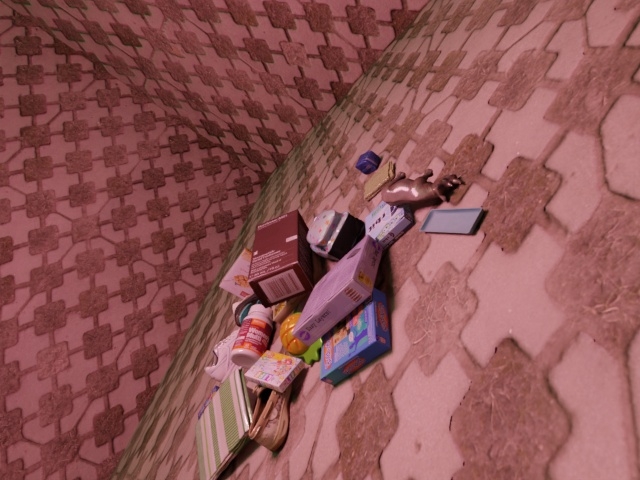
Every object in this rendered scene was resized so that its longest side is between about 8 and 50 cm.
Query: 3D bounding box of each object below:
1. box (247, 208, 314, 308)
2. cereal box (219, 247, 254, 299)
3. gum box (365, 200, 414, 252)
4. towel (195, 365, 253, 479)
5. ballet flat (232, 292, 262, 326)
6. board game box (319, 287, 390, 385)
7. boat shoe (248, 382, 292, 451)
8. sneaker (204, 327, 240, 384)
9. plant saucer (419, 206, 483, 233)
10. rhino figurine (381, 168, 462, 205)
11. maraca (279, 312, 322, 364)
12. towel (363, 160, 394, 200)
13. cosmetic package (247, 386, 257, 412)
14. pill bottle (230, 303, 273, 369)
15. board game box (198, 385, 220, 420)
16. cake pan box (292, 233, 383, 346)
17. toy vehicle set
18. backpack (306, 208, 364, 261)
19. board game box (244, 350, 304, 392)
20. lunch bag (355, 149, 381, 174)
[{"bbox_3d":[-0.137,0.053,1.549,0.191,0.143,0.381,-22,28,9],"label":"box"},{"bbox_3d":[-0.371,0.175,2.131,0.240,0.173,0.047,-53,19,13],"label":"cereal box"},{"bbox_3d":[0.198,-0.057,1.252,0.157,0.041,0.184,-45,22,30],"label":"gum box"},{"bbox_3d":[-0.305,0.585,1.323,0.324,0.038,0.247,-57,35,22],"label":"towel"},{"bbox_3d":[-0.298,0.279,1.750,0.280,0.096,0.095,-32,-57,-65],"label":"ballet flat"},{"bbox_3d":[0.080,0.235,1.033,0.210,0.047,0.160,-45,26,34],"label":"board game box"},{"bbox_3d":[-0.142,0.448,1.197,0.104,0.089,0.285,-52,18,16],"label":"boat shoe"},{"bbox_3d":[-0.354,0.434,1.716,0.111,0.129,0.296,-28,32,60],"label":"sneaker"},{"bbox_3d":[0.304,-0.044,0.993,0.067,0.018,0.192,-59,17,-8],"label":"plant saucer"},{"bbox_3d":[0.266,-0.138,1.133,0.244,0.073,0.106,1,38,47],"label":"rhino figurine"},{"bbox_3d":[-0.052,0.285,1.241,0.186,0.099,0.127,25,95,48],"label":"maraca"},{"bbox_3d":[0.209,-0.211,1.515,0.148,0.027,0.110,-42,24,35],"label":"towel"},{"bbox_3d":[-0.302,0.584,1.428,0.239,0.061,0.098,-43,22,36],"label":"cosmetic package"},{"bbox_3d":[-0.246,0.355,1.579,0.121,0.121,0.221,-41,23,40],"label":"pill bottle"},{"bbox_3d":[-0.424,0.669,1.645,0.136,0.035,0.201,-58,18,-4],"label":"board game box"},{"bbox_3d":[0.047,0.133,1.142,0.267,0.070,0.245,-46,5,28],"label":"cake pan box"},{"bbox_3d":[-0.091,0.173,1.612,0.266,0.035,0.166,-51,21,19],"label":"toy vehicle set"},{"bbox_3d":[0.038,-0.019,1.447,0.165,0.145,0.188,-66,16,-11],"label":"backpack"},{"bbox_3d":[-0.133,0.374,1.220,0.154,0.026,0.103,-1,32,43],"label":"board game box"},{"bbox_3d":[0.183,-0.302,1.670,0.065,0.067,0.098,-63,18,-20],"label":"lunch bag"}]
